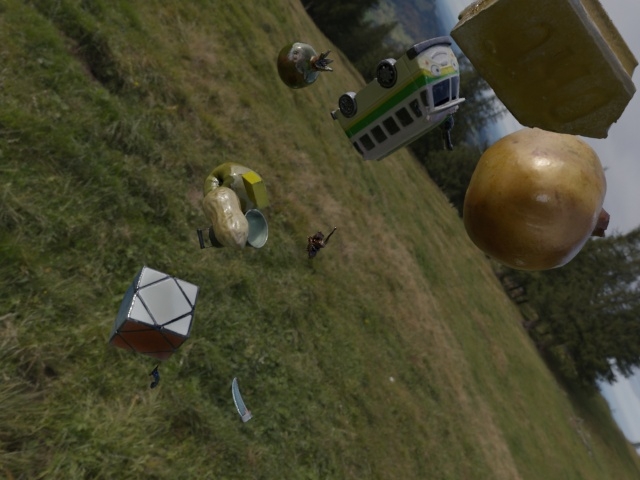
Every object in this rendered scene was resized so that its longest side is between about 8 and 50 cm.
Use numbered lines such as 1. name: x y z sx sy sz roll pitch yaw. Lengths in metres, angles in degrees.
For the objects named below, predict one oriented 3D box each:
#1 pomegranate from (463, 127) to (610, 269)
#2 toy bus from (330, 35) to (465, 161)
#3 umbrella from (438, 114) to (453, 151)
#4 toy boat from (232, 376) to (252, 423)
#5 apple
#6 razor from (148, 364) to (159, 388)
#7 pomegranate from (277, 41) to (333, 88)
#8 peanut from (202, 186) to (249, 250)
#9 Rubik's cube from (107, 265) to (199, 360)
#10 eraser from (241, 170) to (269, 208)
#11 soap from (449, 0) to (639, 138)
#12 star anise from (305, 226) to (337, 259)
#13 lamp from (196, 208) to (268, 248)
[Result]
1. pomegranate: 0.606 -0.110 1.412 0.417 0.416 0.417 51 25 -35
2. toy bus: 0.185 -0.316 1.173 0.143 0.305 0.179 -28 91 -38
3. umbrella: 0.390 -0.393 1.583 0.071 0.070 0.249 -70 151 -62
4. toy boat: -0.235 0.457 1.442 0.096 0.034 0.122 80 -15 -81
5. apple: -0.346 -0.187 2.072 0.262 0.262 0.263 51 25 -35
6. razor: -0.568 0.479 1.731 0.028 0.155 0.044 34 49 6
7. pomegranate: -0.060 -0.689 1.979 0.181 0.224 0.182 -7 98 -57
8. peanut: -0.286 -0.073 1.523 0.123 0.123 0.257 43 12 -46
9. Rubik's cube: -0.542 0.242 1.654 0.207 0.205 0.205 23 46 -24
10. eraser: -0.219 -0.170 1.707 0.122 0.045 0.097 43 -29 57
11. soap: 0.324 -0.250 0.706 0.257 0.160 0.080 42 56 -19
12. star anise: 0.000 0.000 2.008 0.070 0.190 0.098 22 50 -22
13. lamp: -0.329 -0.030 1.931 0.172 0.227 0.147 -18 98 -58
